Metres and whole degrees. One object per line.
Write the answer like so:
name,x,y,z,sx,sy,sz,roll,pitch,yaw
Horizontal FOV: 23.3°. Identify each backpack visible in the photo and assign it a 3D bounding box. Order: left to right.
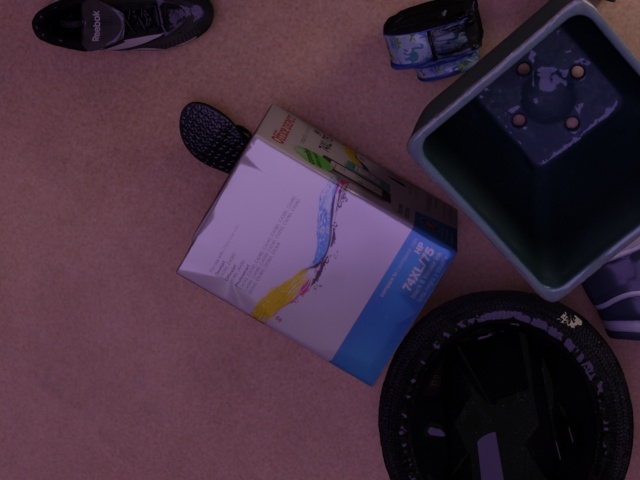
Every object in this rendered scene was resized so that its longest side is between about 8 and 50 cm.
backpack,0.135,-0.236,1.843,0.114,0.105,0.084,-11,112,11

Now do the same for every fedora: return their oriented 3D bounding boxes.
fedora,0.228,0.207,1.889,0.334,0.152,0.334,3,105,11

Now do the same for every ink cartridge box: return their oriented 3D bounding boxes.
ink cartridge box,0.000,0.000,1.854,0.270,0.198,0.197,30,106,-4

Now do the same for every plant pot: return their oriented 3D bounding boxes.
plant pot,0.266,-0.133,1.751,0.247,0.252,0.248,-40,104,17

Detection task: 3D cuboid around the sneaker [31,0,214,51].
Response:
sneaker,-0.250,-0.267,1.915,0.234,0.106,0.078,-1,102,12

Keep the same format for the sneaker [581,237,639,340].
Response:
sneaker,0.448,0.029,1.837,0.282,0.099,0.153,-18,98,16

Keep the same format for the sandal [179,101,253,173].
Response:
sandal,-0.103,-0.112,1.957,0.179,0.040,0.067,35,112,-12
